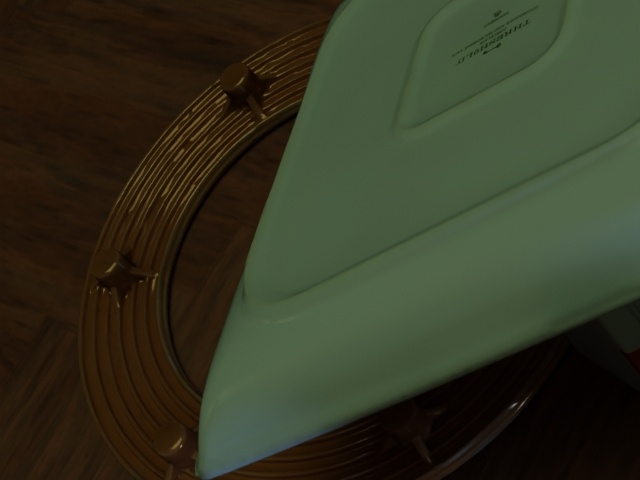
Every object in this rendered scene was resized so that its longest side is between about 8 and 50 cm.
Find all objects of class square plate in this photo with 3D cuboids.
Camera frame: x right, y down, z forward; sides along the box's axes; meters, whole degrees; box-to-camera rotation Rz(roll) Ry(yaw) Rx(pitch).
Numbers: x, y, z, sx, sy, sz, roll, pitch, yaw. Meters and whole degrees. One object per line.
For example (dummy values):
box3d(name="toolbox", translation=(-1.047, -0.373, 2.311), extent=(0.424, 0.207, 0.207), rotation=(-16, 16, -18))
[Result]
box3d(name="square plate", translation=(0.089, -0.080, 0.802), extent=(0.347, 0.049, 0.344), rotation=(-27, 32, 36))

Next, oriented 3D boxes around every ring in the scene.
box3d(name="ring", translation=(0.000, 0.000, 0.974), extent=(0.337, 0.032, 0.336), rotation=(-17, 53, 24))

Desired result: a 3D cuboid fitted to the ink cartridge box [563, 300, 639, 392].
box3d(name="ink cartridge box", translation=(0.175, -0.026, 0.813), extent=(0.175, 0.127, 0.072), rotation=(-49, 44, -6))
